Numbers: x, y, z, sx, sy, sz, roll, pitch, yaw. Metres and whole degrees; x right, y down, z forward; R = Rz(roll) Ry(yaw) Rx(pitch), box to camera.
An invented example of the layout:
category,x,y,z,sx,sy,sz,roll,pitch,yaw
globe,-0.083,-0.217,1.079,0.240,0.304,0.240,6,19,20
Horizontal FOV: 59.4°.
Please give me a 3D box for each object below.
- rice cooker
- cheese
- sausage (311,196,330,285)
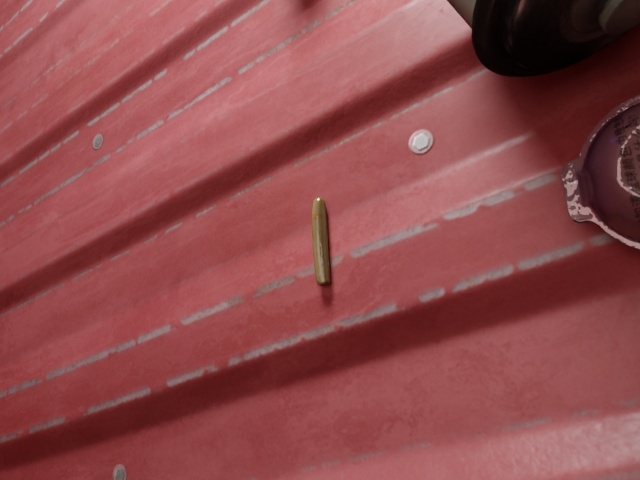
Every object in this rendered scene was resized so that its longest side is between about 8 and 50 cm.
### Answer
category,x,y,z,sx,sy,sz,roll,pitch,yaw
rice cooker,0.245,-0.333,0.598,0.264,0.317,0.317,-16,64,-13
cheese,0.392,-0.081,0.554,0.285,0.074,0.189,-15,71,25
sausage,0.000,0.000,0.818,0.024,0.024,0.133,-13,72,30
